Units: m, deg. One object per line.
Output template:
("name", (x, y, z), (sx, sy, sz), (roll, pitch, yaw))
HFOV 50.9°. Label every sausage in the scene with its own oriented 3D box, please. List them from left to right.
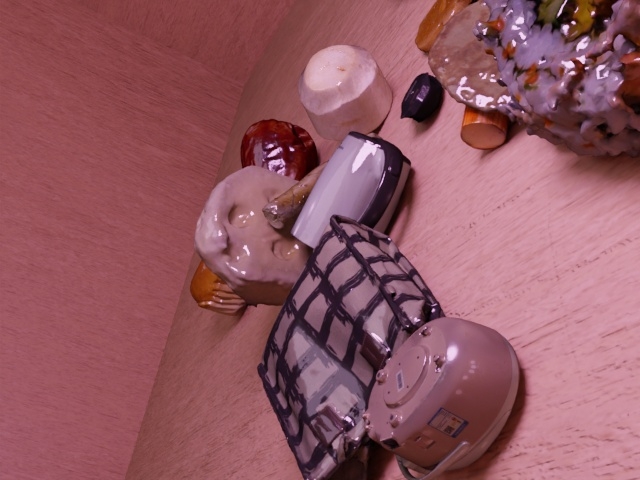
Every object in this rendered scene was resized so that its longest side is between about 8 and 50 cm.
("sausage", (0.271, -0.258, 1.053), (0.071, 0.071, 0.234), (-32, 39, 60))

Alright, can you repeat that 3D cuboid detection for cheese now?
("cheese", (-0.096, 0.001, 1.388), (0.318, 0.326, 0.115), (-31, -14, -44))

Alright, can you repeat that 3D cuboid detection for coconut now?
("coconut", (0.058, -0.326, 1.539), (0.202, 0.222, 0.202), (-11, 59, 20))

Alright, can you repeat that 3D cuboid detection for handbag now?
("handbag", (0.045, 0.171, 1.038), (0.325, 0.162, 0.327), (-63, 24, 17))

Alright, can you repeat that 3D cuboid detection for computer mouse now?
("computer mouse", (0.199, -0.276, 1.304), (0.099, 0.057, 0.172), (-62, 7, 19))

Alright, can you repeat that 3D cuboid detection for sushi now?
("sushi", (0.335, -0.288, 0.742), (0.417, 0.175, 0.417), (-54, 23, 34))

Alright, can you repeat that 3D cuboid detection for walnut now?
("walnut", (-0.117, -0.194, 1.871), (0.244, 0.221, 0.269), (71, -155, -69))

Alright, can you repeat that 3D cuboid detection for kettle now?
("kettle", (0.073, -0.076, 1.246), (0.236, 0.161, 0.221), (-62, 16, 5))

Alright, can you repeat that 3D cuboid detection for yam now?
("yam", (0.015, -0.124, 1.375), (0.317, 0.067, 0.071), (-38, -14, -27))

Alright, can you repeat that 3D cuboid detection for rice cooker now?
("rice cooker", (0.141, 0.185, 0.801), (0.206, 0.127, 0.145), (-51, 22, 19))

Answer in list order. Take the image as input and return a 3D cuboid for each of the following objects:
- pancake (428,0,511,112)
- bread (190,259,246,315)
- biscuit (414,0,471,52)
("pancake", (0.271, -0.286, 0.996), (0.236, 0.042, 0.222), (18, 79, 40))
("bread", (-0.247, 0.026, 1.974), (0.389, 0.183, 0.236), (-70, 16, -8))
("biscuit", (0.264, -0.474, 1.384), (0.225, 0.036, 0.166), (-51, 23, 46))
